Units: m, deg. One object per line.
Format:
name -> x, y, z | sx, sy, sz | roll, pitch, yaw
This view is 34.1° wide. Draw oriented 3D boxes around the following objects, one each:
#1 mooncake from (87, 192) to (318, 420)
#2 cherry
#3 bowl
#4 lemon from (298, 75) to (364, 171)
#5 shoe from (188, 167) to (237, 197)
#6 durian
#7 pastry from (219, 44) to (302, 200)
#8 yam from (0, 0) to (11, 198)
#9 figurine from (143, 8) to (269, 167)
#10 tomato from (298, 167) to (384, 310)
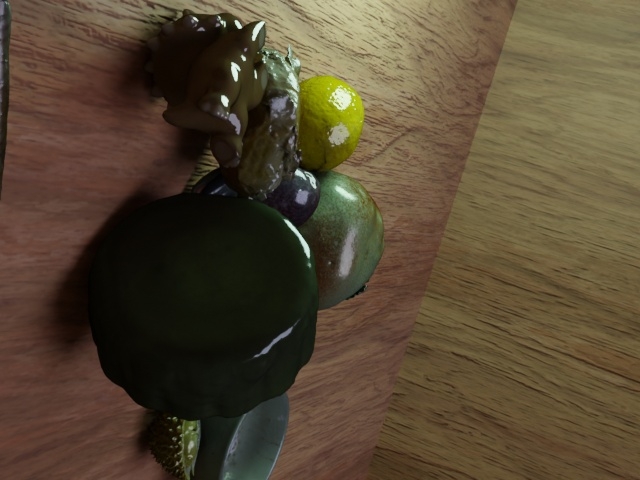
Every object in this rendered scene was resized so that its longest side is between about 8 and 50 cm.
mooncake -> -0.179, 0.102, 1.614 | 0.356, 0.356, 0.194 | -56, 159, -36
cherry -> -0.093, -0.090, 1.941 | 0.140, 0.176, 0.176 | -100, -155, -80
bowl -> -0.193, 0.413, 2.157 | 0.289, 0.146, 0.289 | -49, 149, -44
lemon -> -0.001, -0.228, 2.036 | 0.193, 0.180, 0.180 | -66, 167, -64
shoe -> -0.185, 0.013, 1.826 | 0.114, 0.137, 0.291 | 15, 91, -70
durian -> -0.273, 0.346, 1.981 | 0.146, 0.102, 0.208 | 91, 4, -46
pastry -> -0.099, -0.198, 1.745 | 0.236, 0.121, 0.257 | -113, -148, -57
yam -> -0.397, -0.167, 1.249 | 0.046, 0.046, 0.264 | -34, 140, -59
figurine -> -0.181, -0.244, 1.554 | 0.177, 0.173, 0.247 | 80, 20, -59
tomato -> 0.000, 0.000, 2.132 | 0.303, 0.239, 0.303 | -51, 156, -33
